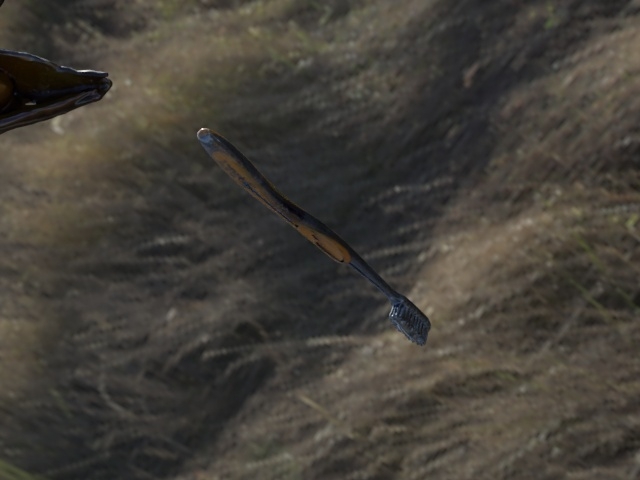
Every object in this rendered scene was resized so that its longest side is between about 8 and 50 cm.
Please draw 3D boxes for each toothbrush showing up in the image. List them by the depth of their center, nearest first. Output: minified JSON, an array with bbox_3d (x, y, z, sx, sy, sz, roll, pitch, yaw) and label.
[{"bbox_3d":[0.000,-0.002,1.350,0.023,0.321,0.031,-24,37,35],"label":"toothbrush"}]

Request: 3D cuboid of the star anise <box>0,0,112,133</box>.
[{"bbox_3d":[-0.168,-0.063,0.615,0.157,0.053,0.212,-26,40,5],"label":"star anise"}]
